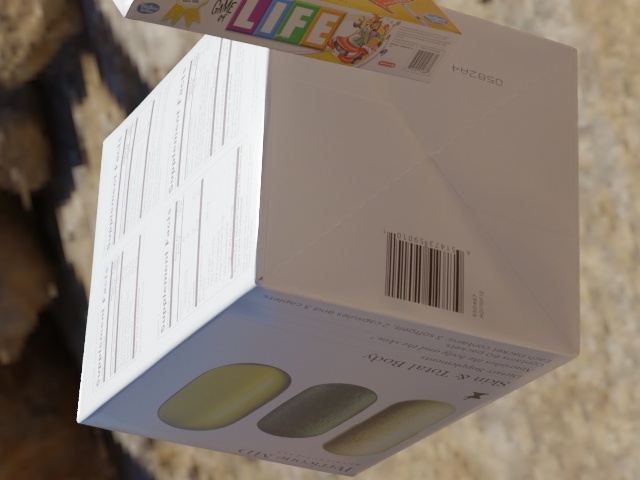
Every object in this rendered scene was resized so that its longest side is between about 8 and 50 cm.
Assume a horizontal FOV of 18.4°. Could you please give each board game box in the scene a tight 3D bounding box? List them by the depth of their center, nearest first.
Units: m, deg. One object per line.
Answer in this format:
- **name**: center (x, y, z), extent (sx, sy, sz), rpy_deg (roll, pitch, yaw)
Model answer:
- **board game box**: center (-0.030, -0.113, 0.770), extent (0.026, 0.154, 0.103), rpy_deg (-57, 48, 26)

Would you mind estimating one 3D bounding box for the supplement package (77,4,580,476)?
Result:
- **supplement package**: center (0.000, 0.000, 1.166), extent (0.262, 0.199, 0.198), rpy_deg (-37, 44, 56)
